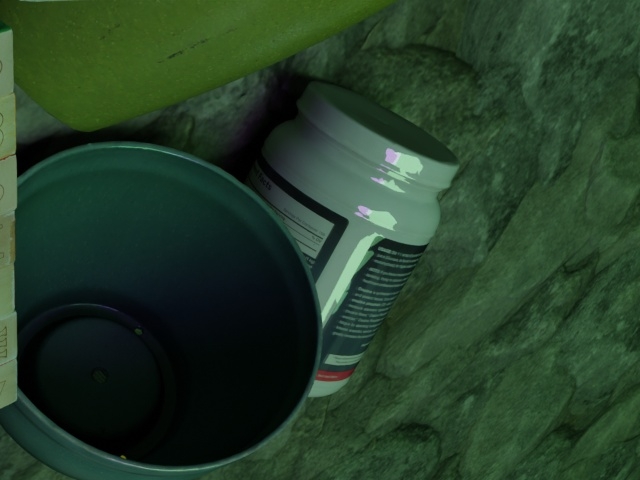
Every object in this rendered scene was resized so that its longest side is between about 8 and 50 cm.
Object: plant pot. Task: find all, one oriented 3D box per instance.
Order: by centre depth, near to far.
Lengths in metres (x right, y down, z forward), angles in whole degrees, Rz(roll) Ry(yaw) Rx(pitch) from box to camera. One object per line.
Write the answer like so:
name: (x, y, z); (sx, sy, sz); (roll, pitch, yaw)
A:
plant pot: (-0.095, -0.216, 0.784); (0.293, 0.275, 0.275); (-37, 147, 11)
plant pot: (-0.172, 0.090, 0.975); (0.293, 0.293, 0.196); (-18, 161, -37)

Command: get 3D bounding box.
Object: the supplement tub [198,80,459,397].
supplement tub: (0.000, 0.000, 1.123); (0.191, 0.191, 0.272); (8, 116, -51)

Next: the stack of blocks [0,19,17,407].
stack of blocks: (-0.281, -0.031, 0.731); (0.087, 0.171, 0.297); (-25, 139, -39)

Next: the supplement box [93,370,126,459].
supplement box: (-0.154, 0.159, 1.178); (0.188, 0.104, 0.081); (-26, 140, -30)
